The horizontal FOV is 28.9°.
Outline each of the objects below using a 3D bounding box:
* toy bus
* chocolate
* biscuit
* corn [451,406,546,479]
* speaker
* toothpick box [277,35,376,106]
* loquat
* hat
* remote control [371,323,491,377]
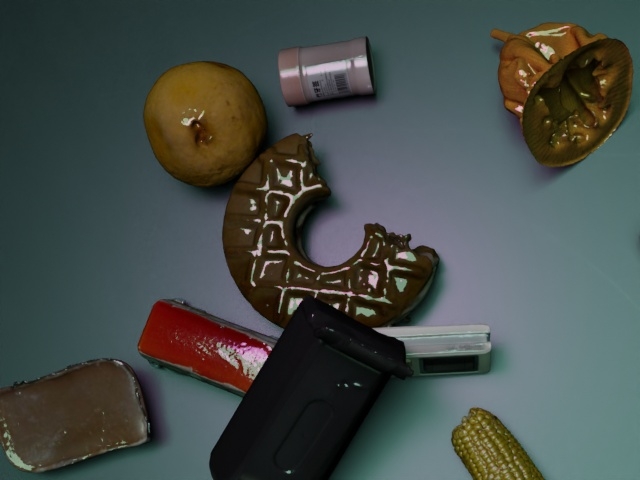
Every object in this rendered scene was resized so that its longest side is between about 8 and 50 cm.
[{"bbox_3d":[-0.160,0.180,1.988,0.265,0.120,0.121,20,83,16],"label":"toy bus"},{"bbox_3d":[-0.401,0.281,2.036,0.261,0.083,0.161,-14,91,9],"label":"chocolate"},{"bbox_3d":[-0.006,0.019,1.998,0.268,0.115,0.366,-46,72,0],"label":"biscuit"},{"bbox_3d":[0.294,0.377,1.854,0.106,0.106,0.293,-35,72,2],"label":"corn"},{"bbox_3d":[-0.018,0.259,1.811,0.180,0.184,0.388,26,113,-7],"label":"speaker"},{"bbox_3d":[0.012,-0.281,2.072,0.149,0.098,0.098,-8,75,10],"label":"toothpick box"},{"bbox_3d":[-0.189,-0.194,2.041,0.208,0.208,0.208,-3,76,11],"label":"loquat"},{"bbox_3d":[0.333,-0.271,1.962,0.244,0.233,0.233,-12,44,-32],"label":"hat"},{"bbox_3d":[0.123,0.176,1.919,0.277,0.103,0.055,-3,65,5],"label":"remote control"}]
